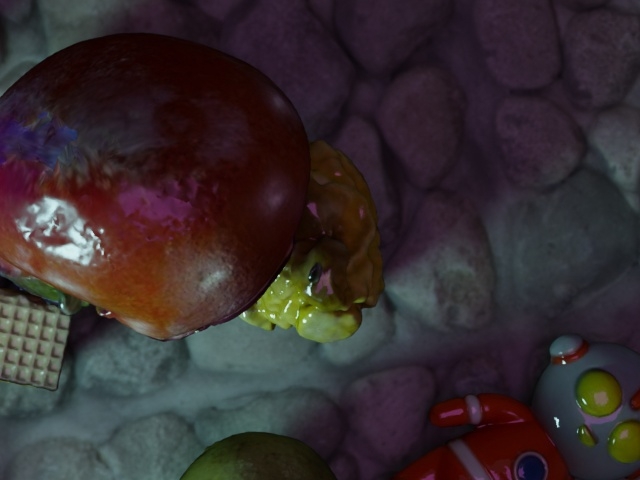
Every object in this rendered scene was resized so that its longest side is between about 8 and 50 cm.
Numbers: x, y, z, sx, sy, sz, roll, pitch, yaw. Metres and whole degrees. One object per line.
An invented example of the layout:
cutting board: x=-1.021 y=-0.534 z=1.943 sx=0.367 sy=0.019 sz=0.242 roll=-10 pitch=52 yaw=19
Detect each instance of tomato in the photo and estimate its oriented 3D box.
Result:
tomato: x=-0.185 y=-0.079 z=1.410 sx=0.335 sy=0.176 sz=0.289 roll=21 pitch=75 yaw=25

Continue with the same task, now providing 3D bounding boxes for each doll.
doll: x=0.234 y=0.207 z=1.556 sx=0.336 sy=0.105 sz=0.199 roll=-32 pitch=94 yaw=-7

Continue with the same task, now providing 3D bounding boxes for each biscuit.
biscuit: x=-0.429 y=0.062 z=1.482 sx=0.379 sy=0.054 sz=0.094 roll=12 pitch=86 yaw=-8

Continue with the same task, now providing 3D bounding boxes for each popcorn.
popcorn: x=-0.008 y=0.010 z=1.510 sx=0.140 sy=0.163 sz=0.194 roll=0 pitch=56 yaw=-28

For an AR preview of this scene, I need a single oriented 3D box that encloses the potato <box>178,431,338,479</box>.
potato: x=-0.077 y=0.355 z=1.426 sx=0.219 sy=0.270 sz=0.359 roll=10 pitch=83 yaw=-1
